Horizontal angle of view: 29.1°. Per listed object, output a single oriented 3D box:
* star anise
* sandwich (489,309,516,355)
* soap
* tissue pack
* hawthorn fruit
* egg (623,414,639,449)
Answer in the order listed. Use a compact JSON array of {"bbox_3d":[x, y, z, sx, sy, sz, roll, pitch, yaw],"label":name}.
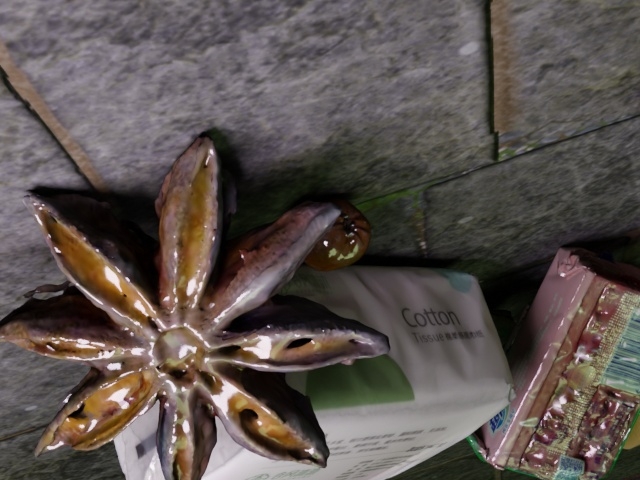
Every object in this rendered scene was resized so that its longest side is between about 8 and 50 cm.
[{"bbox_3d":[-0.107,0.072,0.999,0.331,0.332,0.118,-22,-161,11],"label":"star anise"},{"bbox_3d":[0.162,0.166,1.511,0.184,0.160,0.109,-10,174,-6],"label":"sandwich"},{"bbox_3d":[0.308,0.153,1.442,0.217,0.098,0.273,20,103,-17],"label":"soap"},{"bbox_3d":[-0.008,0.150,1.290,0.356,0.194,0.266,3,149,-44],"label":"tissue pack"},{"bbox_3d":[0.000,0.000,1.129,0.066,0.067,0.103,-3,167,-32],"label":"hawthorn fruit"},{"bbox_3d":[0.379,0.162,1.609,0.201,0.201,0.244,-11,143,-15],"label":"egg"}]
